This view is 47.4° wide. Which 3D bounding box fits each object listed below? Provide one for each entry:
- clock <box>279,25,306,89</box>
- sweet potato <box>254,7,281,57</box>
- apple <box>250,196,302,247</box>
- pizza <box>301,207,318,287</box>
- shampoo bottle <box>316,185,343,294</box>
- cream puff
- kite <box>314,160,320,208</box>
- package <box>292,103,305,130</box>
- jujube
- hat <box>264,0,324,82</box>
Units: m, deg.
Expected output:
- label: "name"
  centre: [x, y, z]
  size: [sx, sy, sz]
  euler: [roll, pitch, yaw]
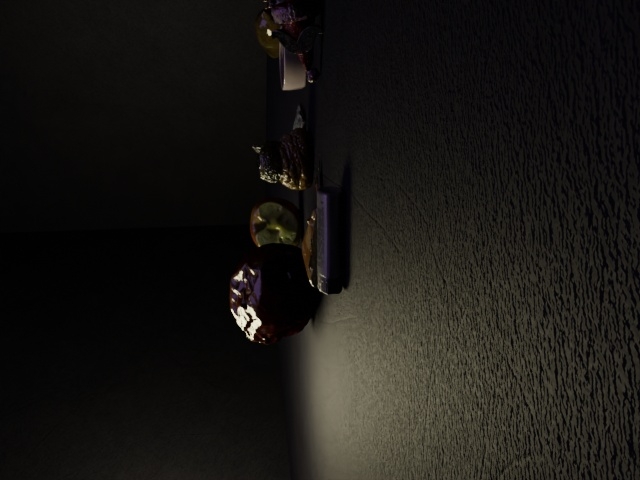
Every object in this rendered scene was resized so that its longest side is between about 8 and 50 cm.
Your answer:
- label: "clock"
  centre: [-0.084, -0.554, 2.204]
  size: [0.197, 0.068, 0.196]
  euler: [178, 90, -83]
- label: "sweet potato"
  centre: [-0.169, -0.731, 2.615]
  size: [0.422, 0.131, 0.130]
  euler: [152, 115, -88]
- label: "apple"
  centre: [-0.149, -0.048, 2.454]
  size: [0.160, 0.173, 0.195]
  euler: [-171, 83, -80]
- label: "pizza"
  centre: [0.002, 0.001, 1.717]
  size: [0.154, 0.069, 0.193]
  euler: [-102, 19, -55]
- label: "shampoo bottle"
  centre: [0.021, 0.000, 1.593]
  size: [0.086, 0.056, 0.227]
  euler: [-123, 31, -72]
- label: "cream puff"
  centre: [-0.114, -0.237, 2.131]
  size: [0.183, 0.169, 0.183]
  euler: [177, 90, -84]
- label: "kite"
  centre: [-0.005, -0.115, 1.946]
  size: [0.189, 0.009, 0.232]
  euler: [-98, 11, -46]
- label: "package"
  centre: [-0.070, -0.330, 2.312]
  size: [0.171, 0.027, 0.173]
  euler: [-109, 22, -61]
- label: "jujube"
  centre: [-0.140, 0.161, 2.186]
  size: [0.377, 0.277, 0.276]
  euler: [129, 140, -61]
- label: "hat"
  centre: [-0.053, -0.503, 1.818]
  size: [0.129, 0.140, 0.227]
  euler: [-83, -19, -69]
